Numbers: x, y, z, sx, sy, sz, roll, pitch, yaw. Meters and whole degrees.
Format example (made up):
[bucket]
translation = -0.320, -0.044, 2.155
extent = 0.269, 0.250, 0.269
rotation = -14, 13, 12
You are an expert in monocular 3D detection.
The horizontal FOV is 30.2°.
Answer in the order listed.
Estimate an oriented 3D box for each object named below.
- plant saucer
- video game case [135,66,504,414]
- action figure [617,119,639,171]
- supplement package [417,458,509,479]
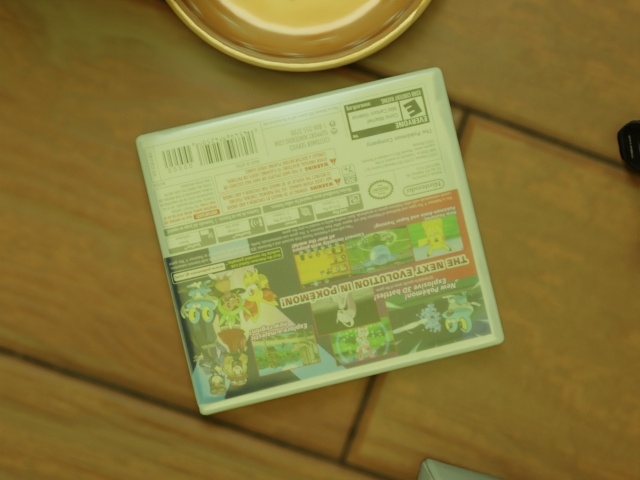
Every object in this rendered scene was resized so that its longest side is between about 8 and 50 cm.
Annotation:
[plant saucer]
translation = -0.014, -0.205, 0.753
extent = 0.200, 0.037, 0.199
rotation = 0, 91, -2
[video game case]
translation = 0.000, 0.000, 0.761
extent = 0.201, 0.023, 0.183
rotation = -13, 90, -2
[action figure]
translation = 0.343, -0.059, 0.738
extent = 0.285, 0.099, 0.185
rotation = -11, 83, -5
[supplement package]
translation = 0.186, 0.261, 0.690
extent = 0.293, 0.175, 0.177
rotation = 14, 91, -1
